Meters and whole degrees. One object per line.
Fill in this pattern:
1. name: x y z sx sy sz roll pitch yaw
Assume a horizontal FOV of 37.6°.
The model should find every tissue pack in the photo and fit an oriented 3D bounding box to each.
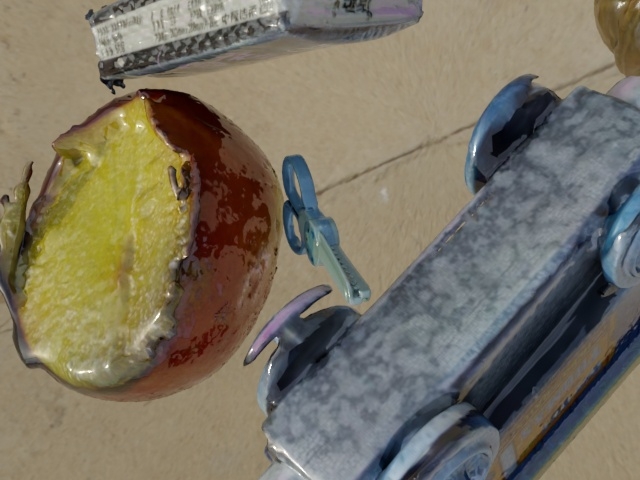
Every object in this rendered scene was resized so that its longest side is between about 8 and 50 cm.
1. tissue pack: -0.084 -0.278 1.171 0.361 0.259 0.122 -3 102 45

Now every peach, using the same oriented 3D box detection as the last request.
1. peach: -0.215 0.015 1.204 0.339 0.417 0.353 -20 116 33

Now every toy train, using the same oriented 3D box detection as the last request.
1. toy train: 0.091 0.059 0.507 0.299 0.202 0.131 -44 58 -12

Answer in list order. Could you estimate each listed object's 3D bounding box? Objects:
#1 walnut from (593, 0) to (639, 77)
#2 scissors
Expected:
1. walnut: 0.561 -0.369 1.386 0.306 0.306 0.344 22 133 4
2. scissors: 0.000 0.000 1.068 0.030 0.256 0.125 -8 121 -16
